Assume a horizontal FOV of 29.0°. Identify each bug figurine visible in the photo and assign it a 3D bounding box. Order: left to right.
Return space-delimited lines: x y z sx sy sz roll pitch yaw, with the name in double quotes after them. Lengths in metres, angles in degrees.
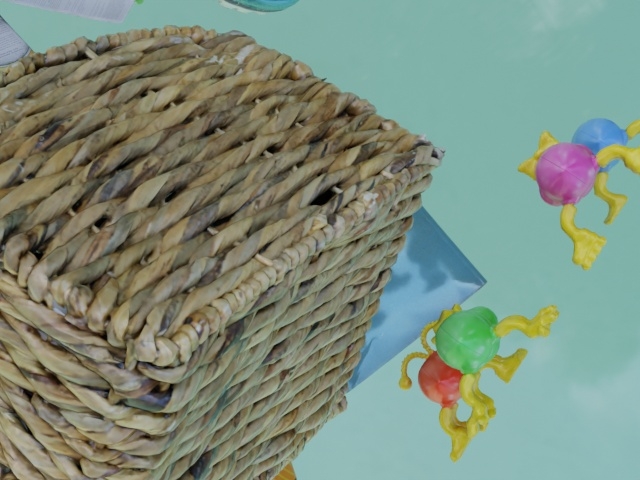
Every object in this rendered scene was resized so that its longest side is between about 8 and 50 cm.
0.133 0.014 0.807 0.072 0.216 0.279 33 93 9 "bug figurine"

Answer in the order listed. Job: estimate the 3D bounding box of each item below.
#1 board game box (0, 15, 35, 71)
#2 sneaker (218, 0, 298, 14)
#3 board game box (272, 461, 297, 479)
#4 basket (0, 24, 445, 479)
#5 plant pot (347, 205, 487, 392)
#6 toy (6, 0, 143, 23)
-0.396 -0.136 1.287 0.243 0.042 0.165 -30 64 -32 "board game box"
-0.091 -0.310 1.209 0.275 0.110 0.107 37 70 -49 "sneaker"
-0.285 0.194 1.104 0.356 0.356 0.356 19 39 -43 "board game box"
-0.106 0.031 0.696 0.213 0.223 0.299 31 35 17 "basket"
0.000 0.000 1.148 0.166 0.165 0.234 -38 92 -11 "plant pot"
-0.344 -0.354 1.681 0.237 0.056 0.137 12 62 18 "toy"
